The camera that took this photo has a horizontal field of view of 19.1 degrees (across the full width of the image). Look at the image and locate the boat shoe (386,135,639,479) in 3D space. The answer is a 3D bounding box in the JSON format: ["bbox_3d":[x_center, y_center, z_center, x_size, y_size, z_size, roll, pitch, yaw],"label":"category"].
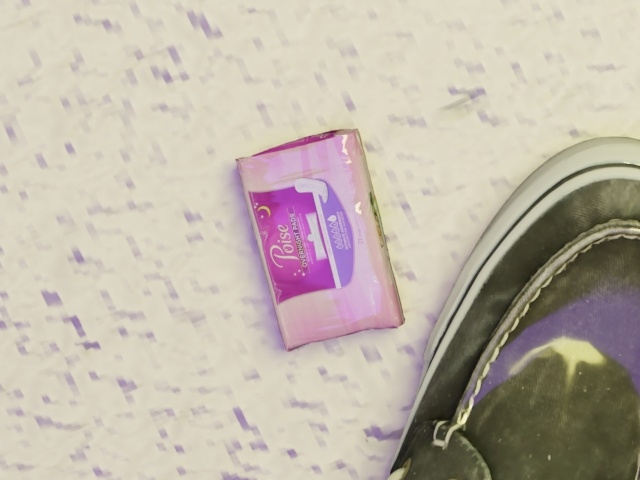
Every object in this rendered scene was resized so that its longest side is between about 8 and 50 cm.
[{"bbox_3d":[0.074,0.126,0.722,0.121,0.119,0.335,19,102,5],"label":"boat shoe"}]

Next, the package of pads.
[{"bbox_3d":[0.000,0.000,0.756,0.050,0.032,0.083,-13,97,9],"label":"package of pads"}]
